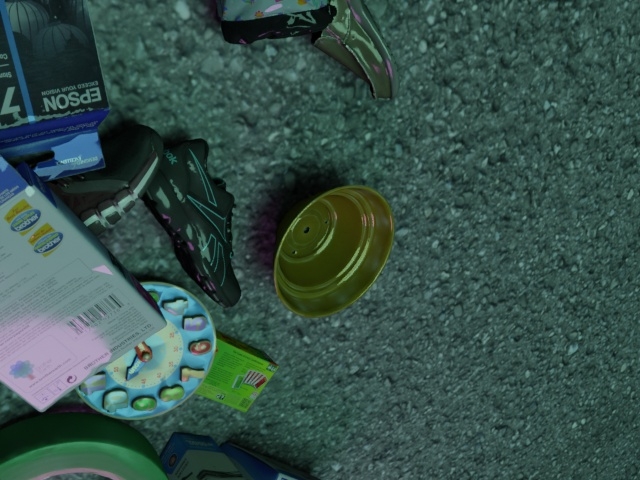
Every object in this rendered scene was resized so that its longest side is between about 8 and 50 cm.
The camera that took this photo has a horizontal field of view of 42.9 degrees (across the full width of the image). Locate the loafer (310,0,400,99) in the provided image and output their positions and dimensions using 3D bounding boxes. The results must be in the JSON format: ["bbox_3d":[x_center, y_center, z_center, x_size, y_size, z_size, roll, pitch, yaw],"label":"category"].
[{"bbox_3d":[0.027,-0.283,1.083,0.087,0.094,0.251,-28,125,10],"label":"loafer"}]

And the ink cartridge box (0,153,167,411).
[{"bbox_3d":[-0.326,0.046,0.881,0.185,0.065,0.311,-35,136,-2],"label":"ink cartridge box"}]

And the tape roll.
[{"bbox_3d":[-0.365,0.394,1.130,0.321,0.077,0.321,-11,116,-23],"label":"tape roll"}]

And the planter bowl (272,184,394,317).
[{"bbox_3d":[0.000,0.000,1.218,0.217,0.090,0.217,-20,127,-28],"label":"planter bowl"}]

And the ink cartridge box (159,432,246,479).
[{"bbox_3d":[-0.182,0.417,1.245,0.086,0.203,0.148,25,98,-44],"label":"ink cartridge box"}]

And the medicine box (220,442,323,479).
[{"bbox_3d":[-0.098,0.527,1.371,0.263,0.149,0.289,38,72,-45],"label":"medicine box"}]

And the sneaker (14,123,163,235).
[{"bbox_3d":[-0.319,-0.066,0.913,0.281,0.106,0.162,-43,132,-9],"label":"sneaker"}]

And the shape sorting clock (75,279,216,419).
[{"bbox_3d":[-0.241,0.154,1.117,0.206,0.040,0.206,-7,110,-20],"label":"shape sorting clock"}]

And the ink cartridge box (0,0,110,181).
[{"bbox_3d":[-0.312,-0.210,0.801,0.165,0.065,0.333,-20,112,-30],"label":"ink cartridge box"}]

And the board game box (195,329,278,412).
[{"bbox_3d":[-0.156,0.193,1.243,0.181,0.043,0.092,34,92,-45],"label":"board game box"}]

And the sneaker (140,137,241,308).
[{"bbox_3d":[-0.150,-0.016,1.082,0.106,0.101,0.267,-38,134,-18],"label":"sneaker"}]

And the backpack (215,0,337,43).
[{"bbox_3d":[-0.062,-0.325,0.933,0.152,0.115,0.182,-9,116,2],"label":"backpack"}]
